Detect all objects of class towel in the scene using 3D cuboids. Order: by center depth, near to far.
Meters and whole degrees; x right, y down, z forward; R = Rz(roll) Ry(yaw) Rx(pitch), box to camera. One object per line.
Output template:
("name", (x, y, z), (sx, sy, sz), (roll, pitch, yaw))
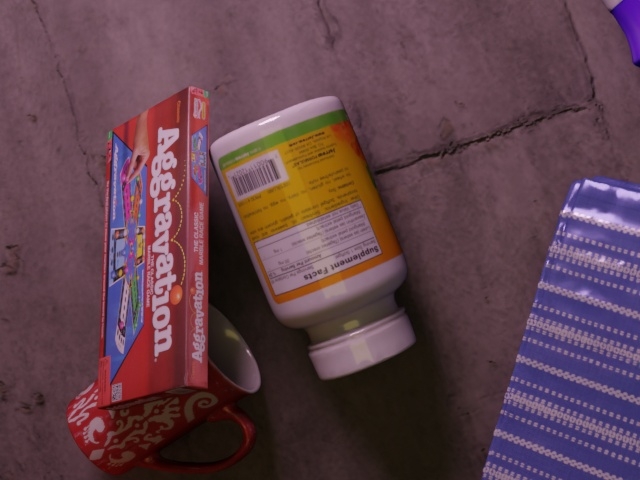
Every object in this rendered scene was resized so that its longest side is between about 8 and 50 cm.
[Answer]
("towel", (0.294, 0.120, 1.023), (0.243, 0.040, 0.336), (17, 87, 32))

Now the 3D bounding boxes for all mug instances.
("mug", (-0.153, 0.162, 1.117), (0.169, 0.113, 0.150), (-36, 52, 13))

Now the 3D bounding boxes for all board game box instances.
("board game box", (-0.156, 0.009, 1.066), (0.145, 0.027, 0.281), (-19, 65, 44))

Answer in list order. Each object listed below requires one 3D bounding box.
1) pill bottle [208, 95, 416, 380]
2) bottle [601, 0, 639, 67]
("pill bottle", (0.000, 0.000, 1.077), (0.136, 0.136, 0.245), (-22, 92, 9))
("bottle", (0.368, -0.138, 1.035), (0.118, 0.092, 0.283), (-41, 88, 13))
